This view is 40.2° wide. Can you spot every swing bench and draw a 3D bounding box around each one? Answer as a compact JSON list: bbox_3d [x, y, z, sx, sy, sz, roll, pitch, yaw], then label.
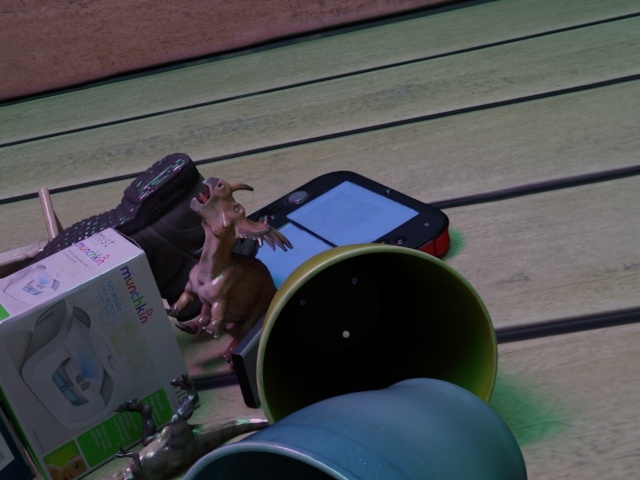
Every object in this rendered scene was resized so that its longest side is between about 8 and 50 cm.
[{"bbox_3d":[-0.557,0.079,1.518,0.253,0.165,0.254,-17,51,-6],"label":"swing bench"}]

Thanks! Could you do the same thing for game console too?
[{"bbox_3d":[0.000,0.000,1.519,0.342,0.060,0.386,-26,29,-22],"label":"game console"}]

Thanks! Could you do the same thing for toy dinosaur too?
[{"bbox_3d":[-0.192,0.245,1.125,0.268,0.118,0.064,-23,-13,-21],"label":"toy dinosaur"},{"bbox_3d":[-0.115,0.059,1.257,0.127,0.295,0.200,29,72,23],"label":"toy dinosaur"}]

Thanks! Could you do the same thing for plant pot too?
[{"bbox_3d":[0.041,0.115,1.107,0.275,0.274,0.293,-18,13,-6],"label":"plant pot"},{"bbox_3d":[0.052,0.249,0.775,0.272,0.271,0.255,5,18,33],"label":"plant pot"}]

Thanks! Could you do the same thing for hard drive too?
[{"bbox_3d":[-0.074,0.155,1.226,0.022,0.094,0.135,6,34,28],"label":"hard drive"}]

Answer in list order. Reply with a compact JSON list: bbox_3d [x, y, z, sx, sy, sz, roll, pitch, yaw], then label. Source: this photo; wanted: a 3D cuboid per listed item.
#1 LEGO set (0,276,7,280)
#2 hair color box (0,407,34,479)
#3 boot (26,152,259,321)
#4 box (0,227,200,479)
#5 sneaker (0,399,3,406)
[{"bbox_3d":[-0.385,0.120,1.363,0.244,0.182,0.060,-15,-7,-2],"label":"LEGO set"},{"bbox_3d":[-0.563,0.244,1.215,0.347,0.173,0.105,10,37,38],"label":"hair color box"},{"bbox_3d":[-0.264,0.050,1.302,0.338,0.222,0.118,-36,31,-4],"label":"boot"},{"bbox_3d":[-0.317,0.154,1.169,0.231,0.262,0.127,-28,31,-25],"label":"box"},{"bbox_3d":[-0.511,0.195,1.285,0.275,0.110,0.107,-12,29,46],"label":"sneaker"}]
